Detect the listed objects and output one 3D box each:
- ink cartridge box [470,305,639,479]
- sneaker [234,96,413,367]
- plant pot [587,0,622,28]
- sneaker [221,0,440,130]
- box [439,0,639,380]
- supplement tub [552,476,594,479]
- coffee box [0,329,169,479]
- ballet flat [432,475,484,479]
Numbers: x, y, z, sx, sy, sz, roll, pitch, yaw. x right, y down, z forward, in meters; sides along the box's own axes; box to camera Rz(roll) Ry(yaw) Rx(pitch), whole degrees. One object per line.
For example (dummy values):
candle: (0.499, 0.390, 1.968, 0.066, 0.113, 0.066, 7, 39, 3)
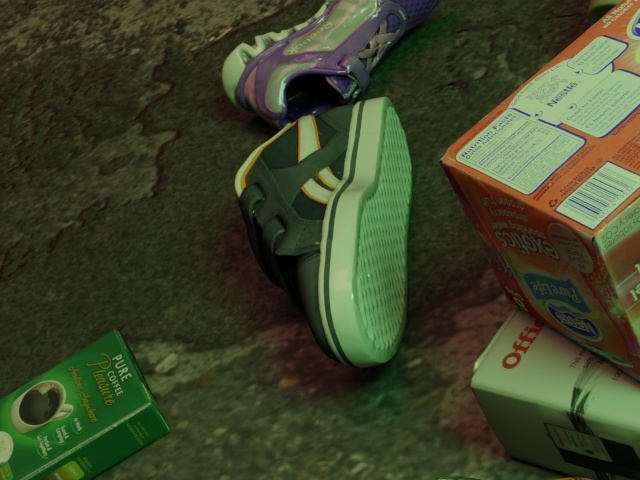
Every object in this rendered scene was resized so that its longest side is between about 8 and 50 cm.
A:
ink cartridge box: (0.226, 0.086, 0.998, 0.208, 0.087, 0.153, 14, 53, 42)
sneaker: (0.000, 0.000, 1.223, 0.127, 0.126, 0.321, -12, 28, 14)
plant pot: (0.341, -0.260, 1.247, 0.256, 0.256, 0.274, 21, 74, 46)
sneaker: (0.026, -0.179, 1.458, 0.236, 0.095, 0.104, -34, 43, -1)
box: (0.246, -0.071, 0.975, 0.300, 0.142, 0.154, -41, 38, -15)
supplement tub: (0.199, 0.250, 0.725, 0.193, 0.193, 0.316, -39, 37, -15)
coffee box: (-0.220, 0.159, 1.240, 0.184, 0.040, 0.113, -32, 37, -5)
ballet flat: (0.141, 0.185, 0.964, 0.173, 0.049, 0.057, 3, 47, 36)
